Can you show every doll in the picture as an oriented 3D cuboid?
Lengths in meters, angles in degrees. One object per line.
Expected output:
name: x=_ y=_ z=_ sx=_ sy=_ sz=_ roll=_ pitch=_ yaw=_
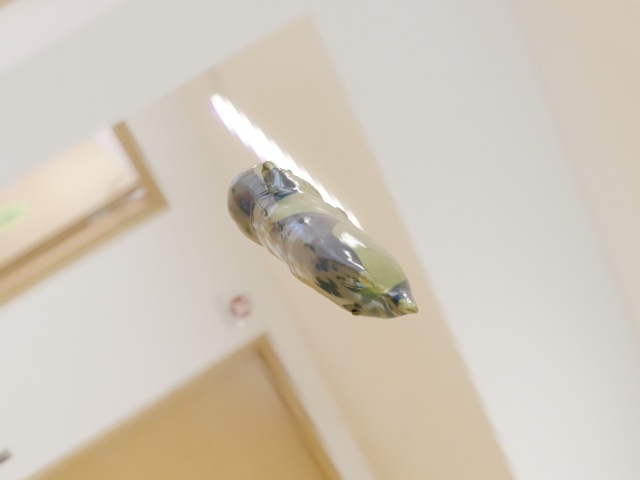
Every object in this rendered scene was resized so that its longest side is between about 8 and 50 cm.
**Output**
doll: x=0.000 y=0.000 z=0.578 sx=0.037 sy=0.027 sz=0.125 roll=32 pitch=2 yaw=-25
